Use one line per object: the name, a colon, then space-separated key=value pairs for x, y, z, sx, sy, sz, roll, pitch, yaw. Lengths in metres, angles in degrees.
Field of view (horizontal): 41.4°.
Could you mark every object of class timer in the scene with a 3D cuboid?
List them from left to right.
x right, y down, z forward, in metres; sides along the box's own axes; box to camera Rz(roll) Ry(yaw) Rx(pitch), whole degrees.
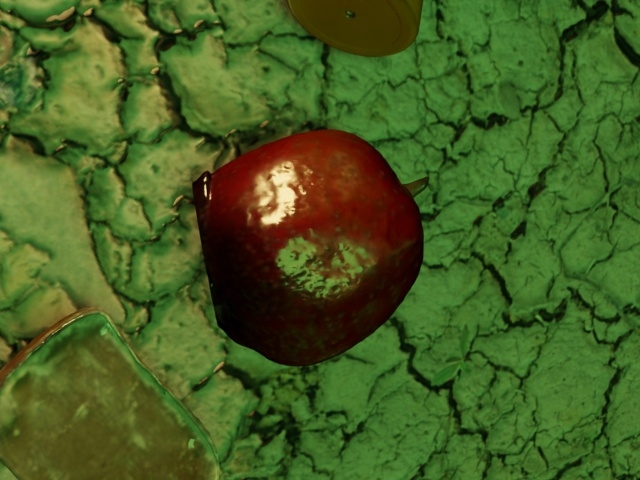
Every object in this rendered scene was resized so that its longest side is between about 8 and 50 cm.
timer: x=0.052 y=-0.275 z=0.813 sx=0.132 sy=0.132 sz=0.152 roll=30 pitch=68 yaw=-26

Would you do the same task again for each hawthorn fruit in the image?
hawthorn fruit: x=0.000 y=0.000 z=0.813 sx=0.249 sy=0.215 sz=0.215 roll=-32 pitch=113 yaw=-19

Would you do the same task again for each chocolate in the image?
chocolate: x=-0.218 y=0.191 z=0.834 sx=0.157 sy=0.080 sz=0.254 roll=-44 pitch=118 yaw=-22
